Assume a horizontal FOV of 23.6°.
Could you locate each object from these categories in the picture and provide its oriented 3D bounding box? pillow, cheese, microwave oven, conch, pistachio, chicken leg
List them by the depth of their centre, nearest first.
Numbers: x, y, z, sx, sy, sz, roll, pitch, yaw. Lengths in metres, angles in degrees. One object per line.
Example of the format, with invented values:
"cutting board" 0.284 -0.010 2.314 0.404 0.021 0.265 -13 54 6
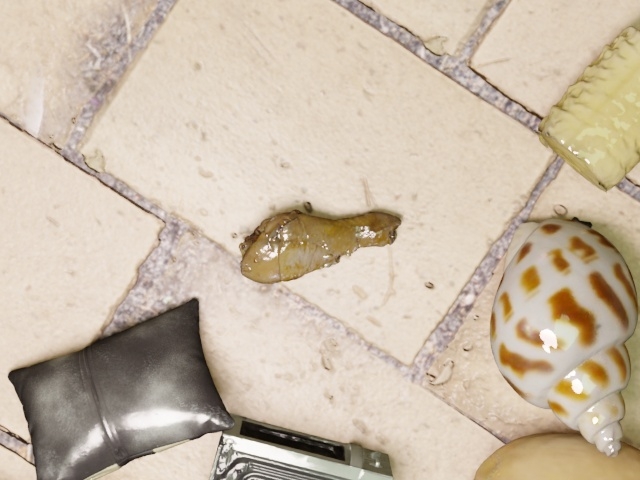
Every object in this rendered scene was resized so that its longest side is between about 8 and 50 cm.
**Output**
"conch" 0.288 0.111 1.767 0.183 0.149 0.275 -19 93 6
"cheese" 0.344 -0.150 1.770 0.123 0.094 0.167 43 90 6
"pistachio" 0.314 0.317 1.779 0.293 0.162 0.181 15 60 -4
"pillow" -0.234 0.184 1.783 0.250 0.106 0.186 -24 58 2
"chicken leg" 0.000 0.000 1.799 0.198 0.069 0.085 -11 98 -6
"microwave oven" -0.032 0.307 1.802 0.208 0.122 0.162 15 95 -2
